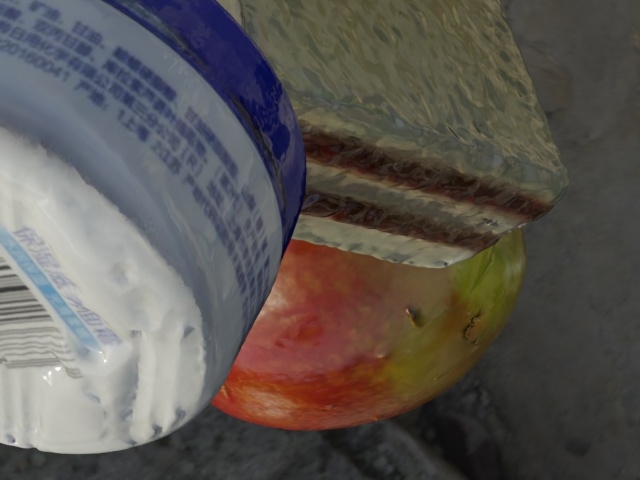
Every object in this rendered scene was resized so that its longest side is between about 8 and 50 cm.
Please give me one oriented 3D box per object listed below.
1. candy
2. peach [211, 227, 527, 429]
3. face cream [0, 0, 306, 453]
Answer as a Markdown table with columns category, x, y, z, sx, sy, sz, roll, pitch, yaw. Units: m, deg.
| category | x | y | z | sx | sy | sz | roll | pitch | yaw |
| --- | --- | --- | --- | --- | --- | --- | --- | --- | --- |
| candy | 0.005 | -0.098 | 0.822 | 0.135 | 0.320 | 0.180 | -33 | 61 | 32 |
| peach | 0.000 | 0.000 | 1.238 | 0.370 | 0.370 | 0.370 | 2 | 95 | 20 |
| face cream | -0.116 | -0.013 | 0.506 | 0.205 | 0.111 | 0.206 | 13 | 141 | 11 |
